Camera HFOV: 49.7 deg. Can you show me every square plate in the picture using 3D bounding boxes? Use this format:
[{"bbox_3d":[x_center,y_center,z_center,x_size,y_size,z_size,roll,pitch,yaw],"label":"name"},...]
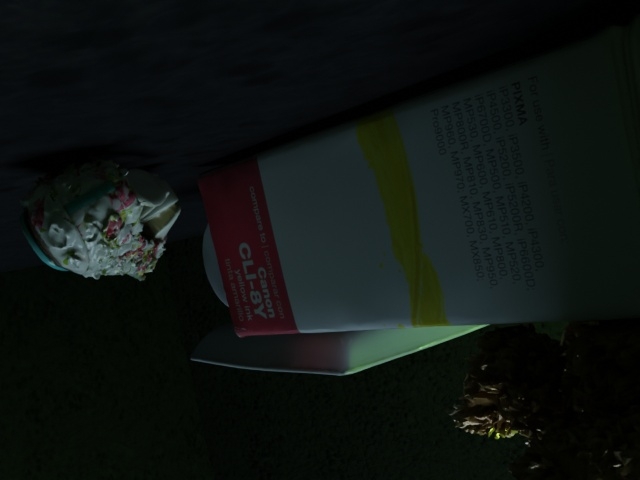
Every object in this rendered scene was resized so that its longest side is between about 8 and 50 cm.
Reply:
[{"bbox_3d":[0.060,0.082,0.820,0.343,0.049,0.347,-14,-178,-34],"label":"square plate"}]

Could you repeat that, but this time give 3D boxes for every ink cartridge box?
[{"bbox_3d":[0.129,-0.033,0.570,0.279,0.161,0.384,-13,-179,-43],"label":"ink cartridge box"}]

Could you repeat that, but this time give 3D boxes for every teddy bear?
[{"bbox_3d":[0.208,0.088,0.366,0.245,0.113,0.338,-15,180,-35],"label":"teddy bear"}]

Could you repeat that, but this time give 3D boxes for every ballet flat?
[{"bbox_3d":[-0.144,-0.017,0.516,0.077,0.091,0.241,-34,-174,-2],"label":"ballet flat"}]

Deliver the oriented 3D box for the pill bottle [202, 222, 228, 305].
[{"bbox_3d":[0.000,0.000,1.043,0.333,0.188,0.187,-13,-179,-41],"label":"pill bottle"}]
